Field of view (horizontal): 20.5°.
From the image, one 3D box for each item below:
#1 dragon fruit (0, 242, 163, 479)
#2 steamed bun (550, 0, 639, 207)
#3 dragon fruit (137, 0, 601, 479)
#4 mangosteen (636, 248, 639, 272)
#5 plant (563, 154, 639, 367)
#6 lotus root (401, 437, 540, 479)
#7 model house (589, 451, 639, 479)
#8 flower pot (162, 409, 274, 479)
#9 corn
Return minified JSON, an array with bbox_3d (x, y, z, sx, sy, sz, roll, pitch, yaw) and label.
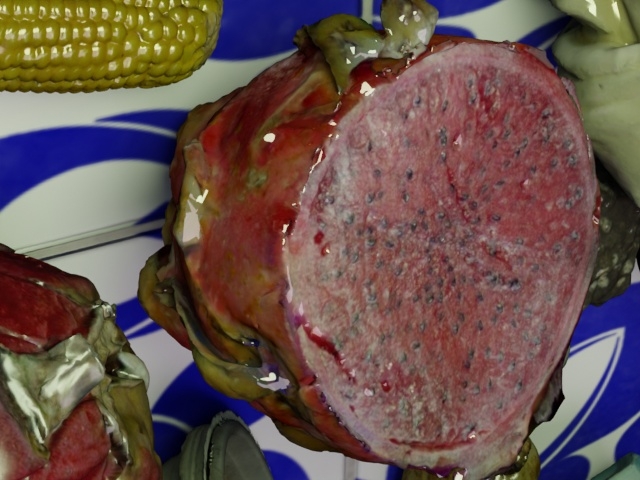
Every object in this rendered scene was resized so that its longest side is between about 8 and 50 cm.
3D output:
[{"bbox_3d":[-0.255,0.152,1.115,0.329,0.329,0.329,-15,130,-19],"label":"dragon fruit"},{"bbox_3d":[0.264,-0.186,1.218,0.320,0.206,0.275,-57,147,-18],"label":"steamed bun"},{"bbox_3d":[0.000,0.000,1.166,0.296,0.263,0.314,11,93,-42],"label":"dragon fruit"},{"bbox_3d":[0.346,-0.037,1.392,0.228,0.228,0.265,-33,92,-3],"label":"mangosteen"},{"bbox_3d":[0.144,0.048,1.363,0.149,0.146,0.275,5,121,-35],"label":"plant"},{"bbox_3d":[0.111,0.222,1.523,0.108,0.094,0.191,30,120,-7],"label":"lotus root"},{"bbox_3d":[0.253,0.304,1.564,0.267,0.194,0.325,-45,168,36],"label":"model house"},{"bbox_3d":[-0.101,0.259,1.366,0.140,0.235,0.235,-15,134,12],"label":"flower pot"},{"bbox_3d":[-0.181,-0.136,1.076,0.261,0.097,0.097,0,124,-31],"label":"corn"}]
